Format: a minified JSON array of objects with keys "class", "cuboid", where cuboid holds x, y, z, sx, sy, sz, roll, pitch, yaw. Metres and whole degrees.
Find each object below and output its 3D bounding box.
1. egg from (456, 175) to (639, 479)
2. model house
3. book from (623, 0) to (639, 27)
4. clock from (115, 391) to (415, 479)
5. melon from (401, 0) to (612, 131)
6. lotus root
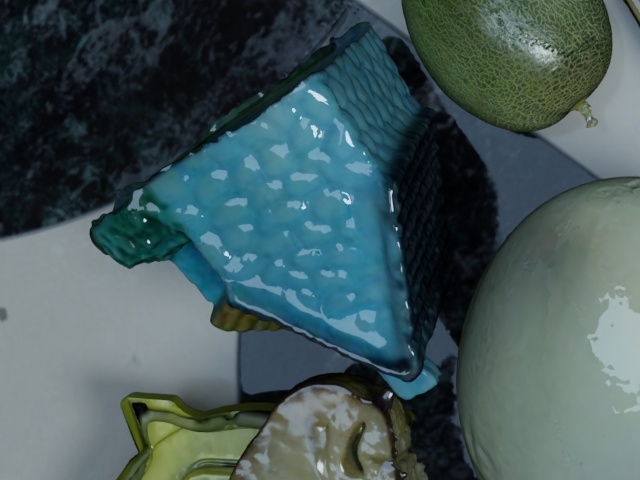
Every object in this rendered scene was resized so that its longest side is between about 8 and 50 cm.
[{"class":"egg","cuboid":[0.188,0.080,1.249,0.264,0.174,0.286,27,89,47]},{"class":"model house","cuboid":[0.000,0.000,1.315,0.226,0.261,0.241,-35,97,19]},{"class":"book","cuboid":[0.381,-0.123,1.303,0.217,0.021,0.310,-30,85,0]},{"class":"clock","cuboid":[-0.044,0.260,1.407,0.277,0.071,0.293,9,97,6]},{"class":"melon","cuboid":[0.143,-0.158,1.322,0.139,0.139,0.192,-42,83,11]},{"class":"lotus root","cuboid":[0.008,0.228,1.324,0.170,0.074,0.260,-2,97,7]}]
